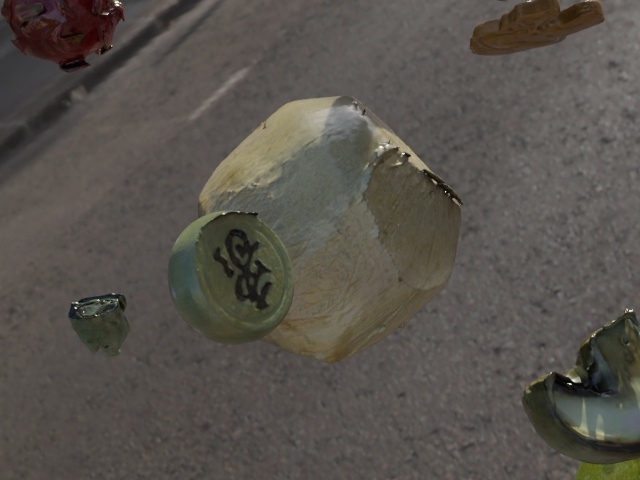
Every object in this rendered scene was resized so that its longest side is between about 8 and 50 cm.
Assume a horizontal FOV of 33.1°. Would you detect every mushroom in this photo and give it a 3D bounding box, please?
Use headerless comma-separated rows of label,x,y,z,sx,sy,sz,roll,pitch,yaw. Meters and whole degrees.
mushroom,0.425,0.231,1.555,0.267,0.189,0.164,-32,-16,-24

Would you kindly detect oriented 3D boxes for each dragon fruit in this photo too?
dragon fruit,-0.335,-0.283,1.362,0.166,0.136,0.133,11,25,21

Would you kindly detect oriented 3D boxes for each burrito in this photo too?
burrito,-0.279,0.114,1.396,0.074,0.118,0.044,-9,50,-4

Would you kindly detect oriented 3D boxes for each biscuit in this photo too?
biscuit,0.301,-0.306,1.575,0.144,0.040,0.236,5,-9,-21

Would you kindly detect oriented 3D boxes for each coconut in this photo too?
coconut,0.000,0.000,1.493,0.360,0.346,0.346,-44,25,8

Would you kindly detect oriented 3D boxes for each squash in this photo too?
squash,0.463,0.368,1.734,0.184,0.085,0.192,-26,3,-34

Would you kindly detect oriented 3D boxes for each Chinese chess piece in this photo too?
Chinese chess piece,-0.093,0.039,1.144,0.058,0.144,0.144,-23,22,45
